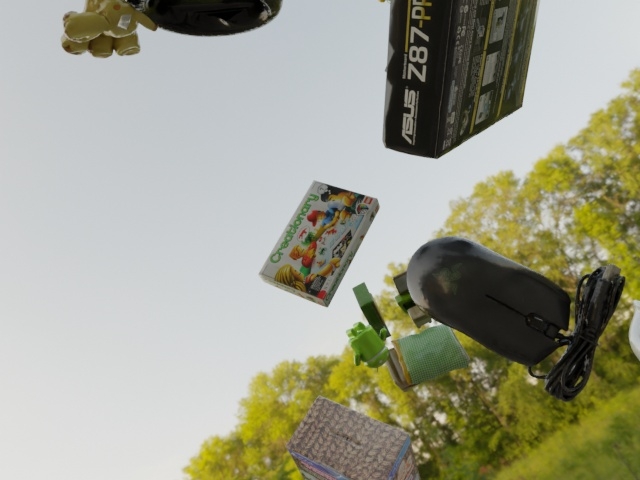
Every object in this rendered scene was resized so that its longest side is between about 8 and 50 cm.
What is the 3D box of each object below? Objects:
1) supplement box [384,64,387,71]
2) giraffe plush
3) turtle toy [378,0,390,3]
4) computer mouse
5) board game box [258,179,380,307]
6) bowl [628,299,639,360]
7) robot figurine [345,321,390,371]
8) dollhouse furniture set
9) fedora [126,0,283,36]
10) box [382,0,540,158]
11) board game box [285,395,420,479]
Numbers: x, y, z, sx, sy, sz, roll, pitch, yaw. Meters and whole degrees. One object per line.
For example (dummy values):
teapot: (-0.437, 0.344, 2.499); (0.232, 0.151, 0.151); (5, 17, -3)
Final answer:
supplement box: (0.274, -0.468, 1.463); (0.104, 0.188, 0.081); (10, -66, -30)
giraffe plush: (-0.455, -0.500, 1.106); (0.210, 0.170, 0.181); (-14, -1, 43)
turtle toy: (0.177, -0.656, 1.346); (0.095, 0.130, 0.066); (-65, -15, 5)
computer mouse: (0.244, 0.078, 0.680); (0.072, 0.272, 0.188); (15, -82, -85)
board game box: (0.000, 0.000, 1.348); (0.305, 0.193, 0.053); (-61, -27, -21)
bowl: (0.722, 0.240, 1.019); (0.298, 0.298, 0.134); (13, -75, -57)
robot figurine: (0.109, 0.239, 1.204); (0.101, 0.115, 0.067); (-36, -2, -27)
dollhouse furniture set: (0.233, 0.221, 1.407); (0.197, 0.301, 0.151); (-26, -58, 2)
fedora: (-0.250, -0.568, 1.155); (0.334, 0.152, 0.334); (-3, -2, 0)
box: (0.210, -0.343, 0.708); (0.318, 0.097, 0.395); (-32, -48, -42)
board game box: (0.087, 0.524, 1.201); (0.141, 0.232, 0.291); (-51, -40, -34)
